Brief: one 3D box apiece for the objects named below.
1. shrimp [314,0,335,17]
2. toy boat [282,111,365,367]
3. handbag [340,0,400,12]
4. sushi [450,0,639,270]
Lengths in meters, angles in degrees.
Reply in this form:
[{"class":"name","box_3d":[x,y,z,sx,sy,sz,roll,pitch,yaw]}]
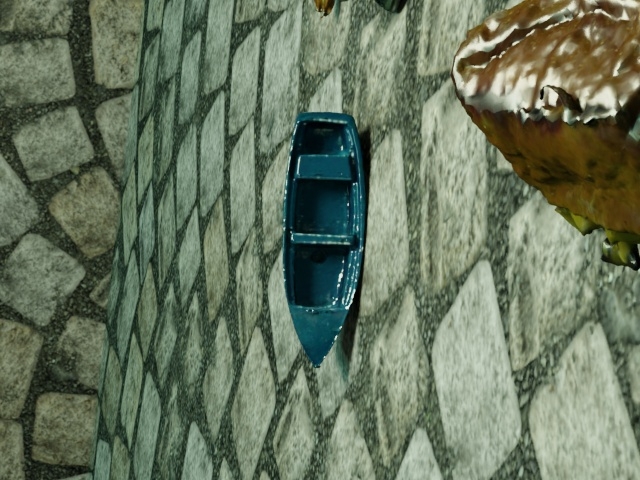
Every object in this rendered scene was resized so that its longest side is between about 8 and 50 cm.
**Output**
[{"class":"shrimp","box_3d":[0.014,-0.432,1.884,0.154,0.062,0.294,174,105,-85]},{"class":"toy boat","box_3d":[0.000,0.000,1.721,0.062,0.096,0.299,151,121,-82]},{"class":"handbag","box_3d":[0.071,-0.424,1.655,0.247,0.079,0.260,113,157,-43]},{"class":"sushi","box_3d":[0.206,-0.083,1.003,0.296,0.179,0.167,14,74,57]}]
